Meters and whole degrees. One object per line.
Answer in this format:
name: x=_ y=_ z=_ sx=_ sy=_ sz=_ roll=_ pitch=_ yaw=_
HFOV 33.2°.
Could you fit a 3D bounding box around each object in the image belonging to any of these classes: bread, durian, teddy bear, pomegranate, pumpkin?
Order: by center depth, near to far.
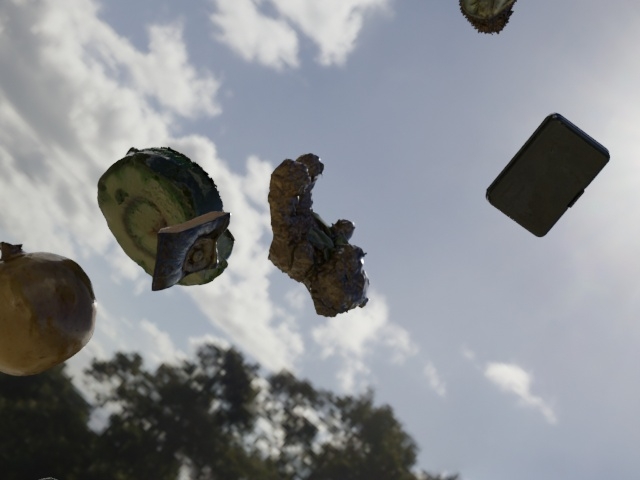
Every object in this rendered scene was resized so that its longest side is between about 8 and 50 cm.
pumpkin: x=-0.145 y=0.006 z=1.145 sx=0.035 sy=0.101 sz=0.073 roll=35 pitch=-56 yaw=30
durian: x=0.310 y=-0.412 z=1.937 sx=0.111 sy=0.140 sz=0.071 roll=-10 pitch=-43 yaw=19
teddy bear: x=0.004 y=-0.009 z=2.164 sx=0.223 sy=0.296 sz=0.246 roll=16 pitch=17 yaw=16
pomegranate: x=-0.647 y=0.164 z=2.404 sx=0.307 sy=0.307 sz=0.307 roll=39 pitch=-14 yaw=12
bread: x=-0.380 y=-0.052 z=2.676 sx=0.382 sy=0.129 sz=0.366 roll=40 pitch=-40 yaw=0

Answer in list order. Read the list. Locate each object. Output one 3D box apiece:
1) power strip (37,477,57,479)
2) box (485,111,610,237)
power strip: x=-0.492 y=0.575 z=1.926 sx=0.093 sy=0.287 sz=0.053 roll=11 pitch=6 yaw=27
box: x=0.461 y=-0.132 z=2.189 sx=0.160 sy=0.230 sz=0.050 roll=34 pitch=19 yaw=-12
